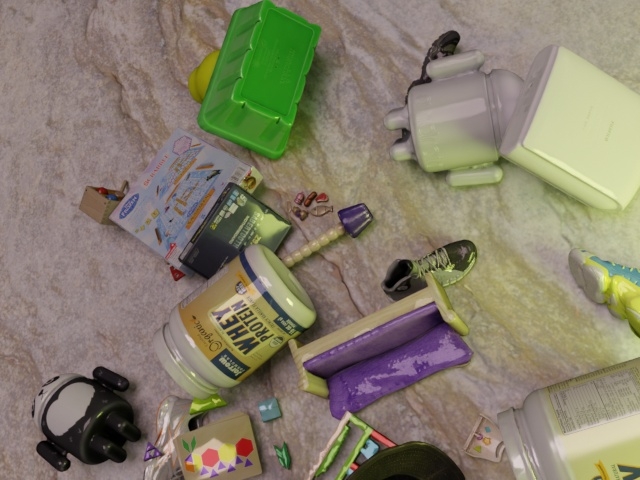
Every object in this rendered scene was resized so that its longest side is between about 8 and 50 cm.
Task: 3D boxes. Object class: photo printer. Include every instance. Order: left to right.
[{"bbox_3d":[0.541,-0.216,1.400,0.307,0.107,0.256,27,78,-14],"label":"photo printer"}]

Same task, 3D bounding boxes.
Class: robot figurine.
[{"bbox_3d":[-0.572,0.432,1.665,0.278,0.209,0.174,21,115,28],"label":"robot figurine"},{"bbox_3d":[0.324,-0.265,1.532,0.353,0.200,0.300,-10,109,16],"label":"robot figurine"}]

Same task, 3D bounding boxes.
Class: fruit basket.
[{"bbox_3d":[-0.191,-0.419,1.828,0.392,0.282,0.392,-52,25,38],"label":"fruit basket"}]

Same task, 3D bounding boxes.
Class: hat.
[{"bbox_3d":[0.114,0.504,1.300,0.331,0.331,0.134,-49,26,-1],"label":"hat"}]

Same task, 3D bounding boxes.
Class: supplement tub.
[{"bbox_3d":[-0.192,0.184,1.532,0.316,0.228,0.228,-39,60,5],"label":"supplement tub"},{"bbox_3d":[0.502,0.351,1.204,0.324,0.235,0.236,-22,63,14],"label":"supplement tub"}]

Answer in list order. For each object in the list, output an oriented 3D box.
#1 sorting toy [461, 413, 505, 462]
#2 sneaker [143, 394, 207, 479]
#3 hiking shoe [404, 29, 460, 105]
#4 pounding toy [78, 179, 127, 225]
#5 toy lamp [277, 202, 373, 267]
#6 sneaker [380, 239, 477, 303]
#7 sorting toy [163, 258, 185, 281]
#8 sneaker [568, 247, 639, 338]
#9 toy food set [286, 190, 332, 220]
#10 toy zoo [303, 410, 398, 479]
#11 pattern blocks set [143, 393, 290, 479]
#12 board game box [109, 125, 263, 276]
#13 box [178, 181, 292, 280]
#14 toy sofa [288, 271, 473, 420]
[{"bbox_3d":[0.334,0.402,1.369,0.075,0.045,0.083,27,82,22],"label":"sorting toy"},{"bbox_3d":[-0.326,0.493,1.586,0.121,0.099,0.263,-1,71,18],"label":"sneaker"},{"bbox_3d":[0.301,-0.400,1.678,0.114,0.086,0.227,28,90,18],"label":"hiking shoe"},{"bbox_3d":[-0.577,-0.109,1.912,0.130,0.141,0.100,30,103,33],"label":"pounding toy"},{"bbox_3d":[0.000,0.000,1.645,0.274,0.080,0.080,-30,62,9],"label":"toy lamp"},{"bbox_3d":[0.232,0.060,1.490,0.228,0.132,0.086,-33,61,9],"label":"sneaker"},{"bbox_3d":[-0.365,-0.009,1.817,0.132,0.046,0.275,-37,55,6],"label":"sorting toy"},{"bbox_3d":[0.610,0.087,1.359,0.126,0.091,0.240,-31,59,-11],"label":"sneaker"},{"bbox_3d":[-0.031,-0.092,1.726,0.122,0.019,0.078,-15,65,17],"label":"toy food set"},{"bbox_3d":[0.124,0.513,1.404,0.293,0.030,0.192,30,85,21],"label":"toy zoo"},{"bbox_3d":[-0.232,0.479,1.533,0.324,0.026,0.286,-8,65,-2],"label":"pattern blocks set"},{"bbox_3d":[-0.356,-0.111,1.793,0.318,0.066,0.319,31,82,34],"label":"board game box"},{"bbox_3d":[-0.207,0.002,1.676,0.233,0.183,0.059,-56,24,-5],"label":"box"},{"bbox_3d":[0.130,0.233,1.457,0.362,0.150,0.177,-27,62,12],"label":"toy sofa"}]
